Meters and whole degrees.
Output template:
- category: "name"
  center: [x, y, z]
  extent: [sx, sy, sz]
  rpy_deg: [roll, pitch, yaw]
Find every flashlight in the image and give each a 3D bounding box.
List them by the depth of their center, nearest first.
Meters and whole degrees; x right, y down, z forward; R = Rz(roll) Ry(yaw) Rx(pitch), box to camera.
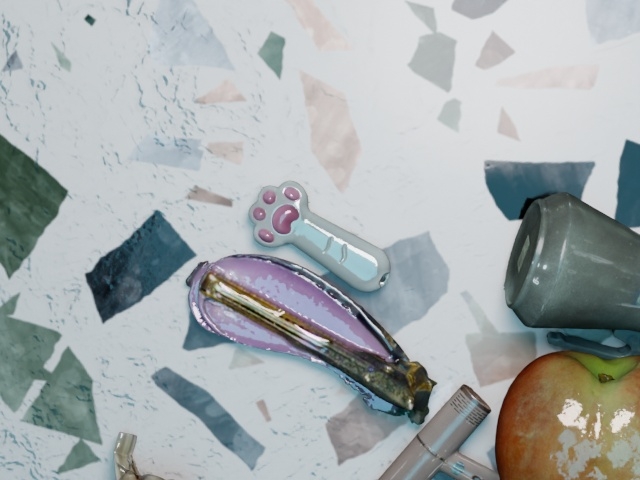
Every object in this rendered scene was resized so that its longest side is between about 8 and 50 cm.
- category: "flashlight"
  center: [0.000, 0.000, 1.612]
  extent: [0.200, 0.047, 0.093]
  rpy_deg: [33, 95, 4]

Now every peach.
- category: "peach"
  center: [0.334, 0.251, 1.502]
  extent: [0.252, 0.252, 0.253]
  rpy_deg: [0, 92, 5]

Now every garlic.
- category: "garlic"
  center: [-0.221, 0.336, 1.618]
  extent: [0.127, 0.131, 0.194]
  rpy_deg: [-22, 53, 4]

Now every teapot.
- category: "teapot"
  center: [0.348, 0.058, 1.538]
  extent: [0.225, 0.171, 0.203]
  rpy_deg: [16, 126, -2]

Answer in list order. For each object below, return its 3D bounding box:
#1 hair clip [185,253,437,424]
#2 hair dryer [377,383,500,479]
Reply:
- category: "hair clip"
  center: [-0.009, 0.117, 1.616]
  extent: [0.358, 0.095, 0.110]
  rpy_deg: [31, 130, 11]
- category: "hair dryer"
  center: [0.201, 0.328, 1.614]
  extent: [0.220, 0.053, 0.195]
  rpy_deg: [41, 96, -4]
